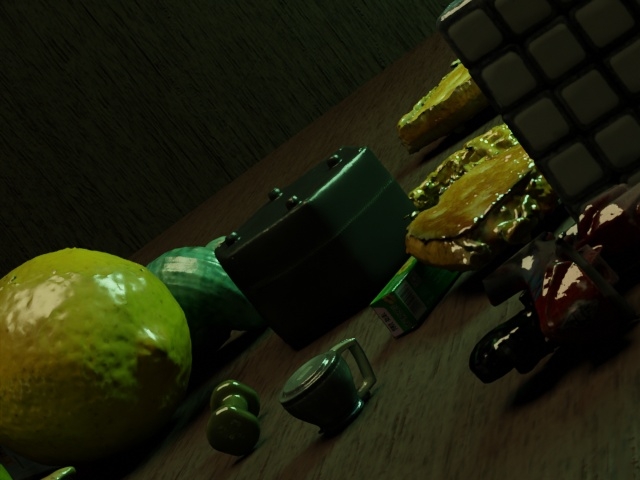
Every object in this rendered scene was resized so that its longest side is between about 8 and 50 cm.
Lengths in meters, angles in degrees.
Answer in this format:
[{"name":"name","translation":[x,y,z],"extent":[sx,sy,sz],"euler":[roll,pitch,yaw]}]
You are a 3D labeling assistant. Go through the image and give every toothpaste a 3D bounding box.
[{"name":"toothpaste","translation":[0.109,0.026,1.592],"extent":[0.037,0.043,0.178],"euler":[-34,9,43]}]

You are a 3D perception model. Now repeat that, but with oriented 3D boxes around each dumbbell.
[{"name":"dumbbell","translation":[-0.084,0.171,1.592],"extent":[0.118,0.052,0.046],"euler":[-98,30,-81]}]

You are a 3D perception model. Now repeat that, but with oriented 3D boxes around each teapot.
[{"name":"teapot","translation":[0.011,0.127,1.420],"extent":[0.088,0.057,0.066],"euler":[-45,12,-23]}]

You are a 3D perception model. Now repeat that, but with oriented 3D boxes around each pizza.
[{"name":"pizza","translation":[0.175,-0.035,1.540],"extent":[0.226,0.069,0.147],"euler":[-42,19,-34]},{"name":"pizza","translation":[0.211,-0.215,2.343],"extent":[0.251,0.074,0.288],"euler":[-37,8,1]}]

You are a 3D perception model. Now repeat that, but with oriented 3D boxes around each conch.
[{"name":"conch","translation":[-0.142,0.071,2.053],"extent":[0.202,0.134,0.196],"euler":[-25,-14,-11]}]

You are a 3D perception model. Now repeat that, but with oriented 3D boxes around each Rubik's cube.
[{"name":"Rubik's cube","translation":[0.267,-0.175,1.339],"extent":[0.237,0.238,0.237],"euler":[-35,10,25]}]

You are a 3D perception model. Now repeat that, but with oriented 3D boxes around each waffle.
[{"name":"waffle","translation":[0.175,-0.084,1.878],"extent":[0.149,0.051,0.194],"euler":[-42,10,-35]}]

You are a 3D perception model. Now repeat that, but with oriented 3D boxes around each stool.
[{"name":"stool","translation":[0.000,0.000,1.844],"extent":[0.232,0.141,0.232],"euler":[-37,8,6]}]

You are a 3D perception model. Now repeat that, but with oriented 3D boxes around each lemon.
[{"name":"lemon","translation":[-0.291,0.138,1.916],"extent":[0.310,0.253,0.253],"euler":[-11,23,32]}]

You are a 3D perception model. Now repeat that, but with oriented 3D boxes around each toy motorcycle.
[{"name":"toy motorcycle","translation":[0.187,0.019,1.173],"extent":[0.213,0.082,0.122],"euler":[-46,10,-36]}]

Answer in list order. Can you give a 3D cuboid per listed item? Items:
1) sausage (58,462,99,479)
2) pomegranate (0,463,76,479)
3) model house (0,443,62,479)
[{"name":"sausage","translation":[-0.333,0.315,1.919],"extent":[0.034,0.034,0.253],"euler":[-28,14,49]},{"name":"pomegranate","translation":[-0.376,0.288,1.720],"extent":[0.246,0.198,0.198],"euler":[-39,8,-33]},{"name":"model house","translation":[-0.375,0.189,2.179],"extent":[0.178,0.206,0.271],"euler":[-43,9,-29]}]
